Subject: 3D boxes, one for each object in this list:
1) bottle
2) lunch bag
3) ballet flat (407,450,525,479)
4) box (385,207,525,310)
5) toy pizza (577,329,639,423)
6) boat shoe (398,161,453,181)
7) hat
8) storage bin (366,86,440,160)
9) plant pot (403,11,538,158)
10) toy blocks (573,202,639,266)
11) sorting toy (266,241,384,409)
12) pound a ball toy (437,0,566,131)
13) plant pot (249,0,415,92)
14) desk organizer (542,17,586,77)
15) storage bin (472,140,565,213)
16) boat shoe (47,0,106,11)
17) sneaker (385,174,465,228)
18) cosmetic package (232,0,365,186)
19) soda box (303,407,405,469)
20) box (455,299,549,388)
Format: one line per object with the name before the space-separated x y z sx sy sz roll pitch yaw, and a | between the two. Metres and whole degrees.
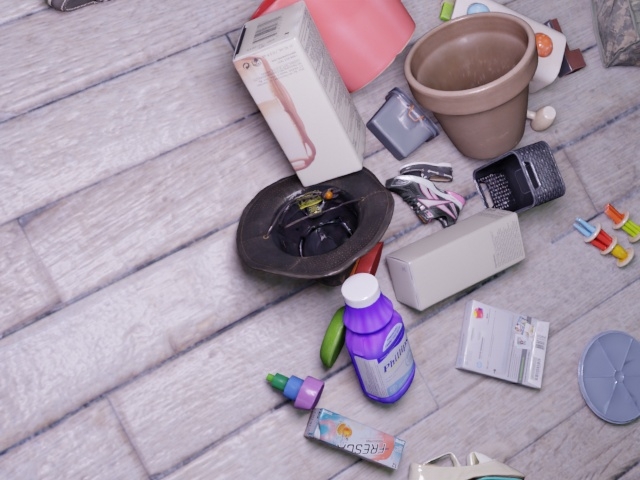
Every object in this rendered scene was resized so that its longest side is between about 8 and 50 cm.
bottle | 0.103 0.179 1.570 0.118 0.092 0.282 -51 140 -32
lunch bag | 0.770 -0.567 2.002 0.235 0.169 0.287 -4 73 -17
ballet flat | 0.284 0.454 1.675 0.248 0.086 0.086 -1 80 -19
box | 0.276 0.034 1.727 0.275 0.094 0.113 -22 109 -22
toy pizza | 0.640 0.296 1.854 0.201 0.032 0.201 4 78 -20
boat shoe | 0.223 -0.140 1.785 0.125 0.046 0.038 -1 75 -28
hat | 0.000 0.000 1.593 0.331 0.331 0.134 -36 129 -22
storage bin | 0.166 -0.235 1.762 0.135 0.098 0.091 45 79 -6
plant pot | 0.321 -0.296 1.732 0.263 0.263 0.229 -48 138 -21
toy blocks | 0.644 -0.030 1.908 0.148 0.054 0.123 35 71 -10
sorting toy | 0.000 0.142 1.631 0.126 0.127 0.365 22 69 10
pound a ball toy | 0.402 -0.396 1.850 0.319 0.136 0.208 21 73 -14
plant pot | 0.037 -0.442 1.675 0.243 0.275 0.275 41 69 -18
desk organizer | 0.558 -0.447 1.964 0.050 0.047 0.130 -21 87 -24
storage bin | 0.411 -0.121 1.774 0.084 0.180 0.122 -20 87 -21
boat shoe | -0.363 -0.523 1.615 0.095 0.112 0.335 45 65 -2
sneaker | 0.215 -0.078 1.756 0.178 0.072 0.077 19 76 -14
cosmetic package | -0.032 -0.266 1.576 0.153 0.129 0.296 -83 150 -50
soda box | 0.065 0.376 1.615 0.183 0.063 0.058 24 73 -14
box | 0.380 0.218 1.773 0.186 0.038 0.145 16 74 -17
